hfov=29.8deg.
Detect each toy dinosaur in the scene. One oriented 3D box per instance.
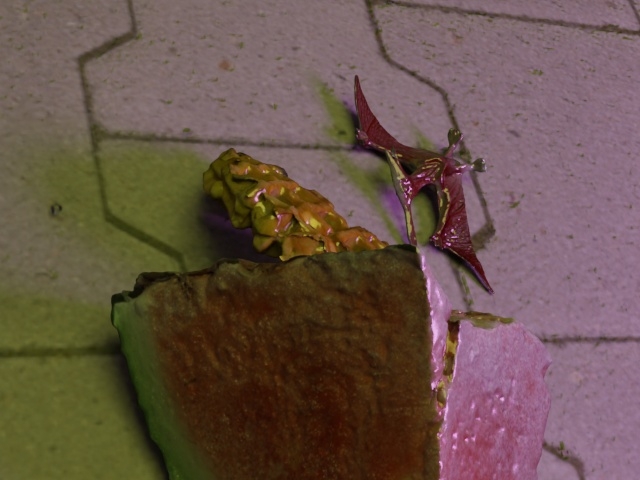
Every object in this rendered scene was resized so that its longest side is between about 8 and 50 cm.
[{"bbox_3d":[0.091,-0.052,1.004,0.108,0.032,0.220,-23,72,-40],"label":"toy dinosaur"}]

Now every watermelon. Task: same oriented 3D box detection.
[{"bbox_3d":[0.019,0.112,0.738,0.310,0.232,0.193,47,10,36],"label":"watermelon"}]

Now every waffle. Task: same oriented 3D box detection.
[{"bbox_3d":[0.002,-0.003,0.877,0.194,0.051,0.149,31,14,-13],"label":"waffle"}]
